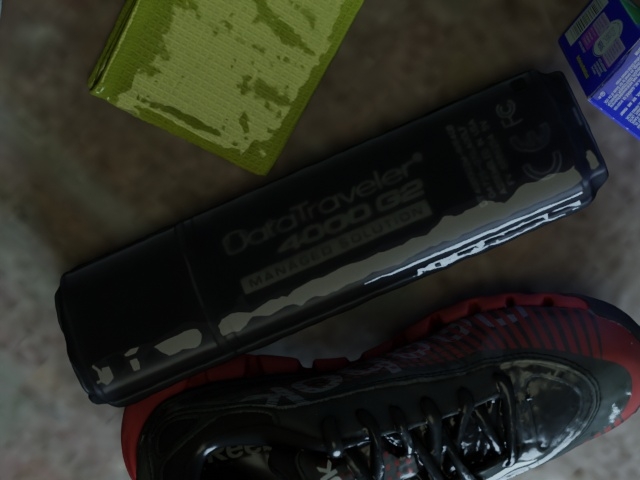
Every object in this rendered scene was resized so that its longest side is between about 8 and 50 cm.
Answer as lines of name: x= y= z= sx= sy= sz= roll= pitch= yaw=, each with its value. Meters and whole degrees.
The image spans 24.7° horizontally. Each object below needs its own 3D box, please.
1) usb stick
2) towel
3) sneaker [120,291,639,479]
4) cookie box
usb stick: x=0.000 y=0.000 z=0.710 sx=0.278 sy=0.045 sz=0.077 roll=-24 pitch=71 yaw=8
towel: x=-0.014 y=-0.148 z=0.672 sx=0.102 sy=0.021 sz=0.237 roll=27 pitch=109 yaw=-10
sneaker: x=0.035 y=0.099 z=0.711 sx=0.276 sy=0.135 sz=0.098 roll=-12 pitch=110 yaw=2
cookie box: x=0.168 y=-0.063 z=0.672 sx=0.107 sy=0.092 sz=0.040 roll=35 pitch=110 yaw=-15
